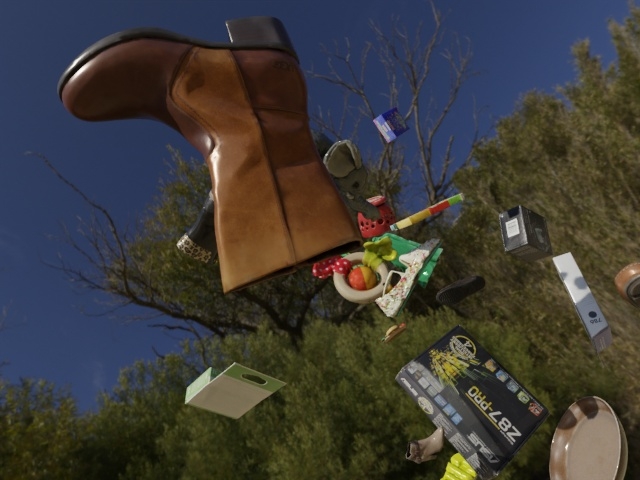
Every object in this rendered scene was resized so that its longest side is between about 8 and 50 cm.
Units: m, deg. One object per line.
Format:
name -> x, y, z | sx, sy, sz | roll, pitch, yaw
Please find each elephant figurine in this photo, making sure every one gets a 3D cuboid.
elephant figurine -> 0.045, -0.177, 1.055 | 0.239, 0.169, 0.186 | 8, -42, -1

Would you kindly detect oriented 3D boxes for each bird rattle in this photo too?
bird rattle -> 0.107, 0.086, 1.250 | 0.253, 0.207, 0.143 | -7, -39, -15

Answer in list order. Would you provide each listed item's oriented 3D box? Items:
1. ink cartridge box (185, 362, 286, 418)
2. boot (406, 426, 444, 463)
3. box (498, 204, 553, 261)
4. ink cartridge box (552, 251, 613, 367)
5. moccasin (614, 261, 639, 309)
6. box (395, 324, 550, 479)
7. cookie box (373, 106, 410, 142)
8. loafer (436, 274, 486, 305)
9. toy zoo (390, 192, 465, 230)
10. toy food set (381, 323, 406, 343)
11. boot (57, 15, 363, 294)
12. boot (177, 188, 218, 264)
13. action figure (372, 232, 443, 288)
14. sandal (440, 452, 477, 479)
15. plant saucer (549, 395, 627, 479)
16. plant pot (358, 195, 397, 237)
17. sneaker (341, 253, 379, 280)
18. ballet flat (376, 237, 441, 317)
ink cartridge box -> -0.228, 0.391, 1.156 | 0.171, 0.056, 0.235 | 32, -61, -29
boot -> 0.288, 0.566, 1.191 | 0.087, 0.042, 0.118 | 9, -77, -11
box -> 0.737, -0.023, 1.544 | 0.158, 0.156, 0.093 | 18, -30, -30
ink cartridge box -> 0.839, 0.214, 1.354 | 0.065, 0.333, 0.165 | -23, -39, 24
moccasin -> 0.812, 0.078, 0.996 | 0.380, 0.147, 0.139 | -2, -42, -22
box -> 0.493, 0.509, 1.410 | 0.318, 0.395, 0.097 | -25, -32, -30
cookie box -> 0.237, -0.385, 1.427 | 0.040, 0.092, 0.107 | -31, 5, 45
loafer -> 0.603, 0.215, 1.862 | 0.220, 0.078, 0.080 | -21, -81, 3
toy zoo -> 0.414, -0.105, 1.741 | 0.293, 0.030, 0.192 | -25, -1, -12
toy food set -> 0.203, 0.257, 1.189 | 0.083, 0.020, 0.082 | -15, -32, -43
boot -> -0.119, -0.079, 0.452 | 0.264, 0.280, 0.096 | -13, -13, -14
boot -> -0.353, -0.037, 1.698 | 0.284, 0.138, 0.377 | -49, -32, 12
action figure -> 0.269, 0.041, 1.398 | 0.063, 0.232, 0.137 | 8, -71, -61
sandal -> 0.423, 0.866, 1.431 | 0.317, 0.126, 0.138 | -26, -67, -25
plant saucer -> 0.738, 0.589, 1.181 | 0.310, 0.050, 0.310 | 22, -90, -83
plant pot -> 0.279, -0.125, 2.200 | 0.191, 0.191, 0.174 | -25, -79, -13
sneaker -> 0.131, 0.120, 1.634 | 0.123, 0.295, 0.109 | 6, -77, -47
ballet flat -> 0.221, 0.085, 1.105 | 0.241, 0.077, 0.091 | -58, -14, -4
